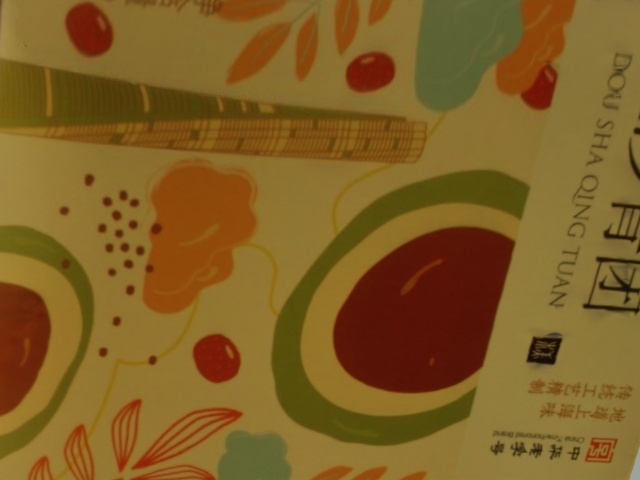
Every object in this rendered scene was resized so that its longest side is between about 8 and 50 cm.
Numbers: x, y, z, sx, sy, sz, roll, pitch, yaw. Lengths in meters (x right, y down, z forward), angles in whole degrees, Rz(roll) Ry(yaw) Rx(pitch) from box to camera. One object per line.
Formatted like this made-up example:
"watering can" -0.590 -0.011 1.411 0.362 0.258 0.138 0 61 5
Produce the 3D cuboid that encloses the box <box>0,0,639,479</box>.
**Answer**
"box" 0.000 0.000 0.742 0.122 0.385 0.344 -113 32 -64
